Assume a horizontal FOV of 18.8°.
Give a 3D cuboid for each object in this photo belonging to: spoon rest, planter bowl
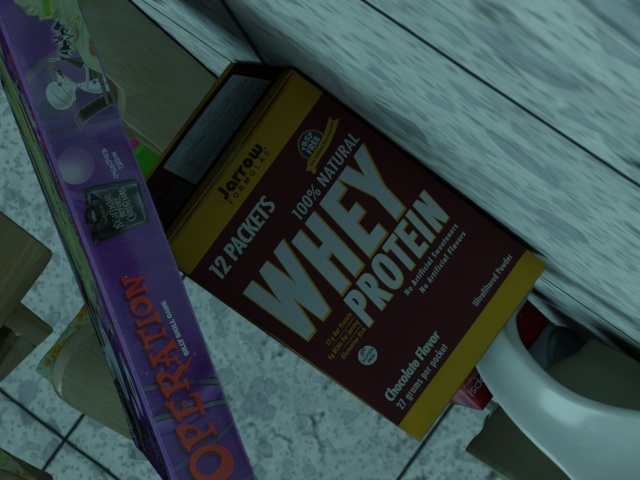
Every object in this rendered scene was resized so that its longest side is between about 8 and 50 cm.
[{"bbox_3d":[0.197,0.127,1.136,0.276,0.137,0.084,39,-144,17],"label":"spoon rest"},{"bbox_3d":[0.192,0.133,1.265,0.162,0.109,0.162,31,179,1],"label":"planter bowl"}]

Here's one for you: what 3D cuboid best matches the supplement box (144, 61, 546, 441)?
[{"bbox_3d":[0.000,0.000,1.177,0.191,0.129,0.194,37,178,-14],"label":"supplement box"}]

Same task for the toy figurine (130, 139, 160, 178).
[{"bbox_3d":[-0.131,-0.101,1.651,0.173,0.130,0.159,5,-146,-42],"label":"toy figurine"}]

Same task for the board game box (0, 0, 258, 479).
[{"bbox_3d":[-0.128,-0.036,1.053,0.208,0.056,0.346,-177,67,-75],"label":"board game box"}]

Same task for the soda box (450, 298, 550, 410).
[{"bbox_3d":[0.051,0.053,1.415,0.092,0.083,0.263,44,165,-19],"label":"soda box"}]

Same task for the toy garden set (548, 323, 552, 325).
[{"bbox_3d":[0.077,0.026,1.541,0.204,0.049,0.244,38,177,-36],"label":"toy garden set"}]

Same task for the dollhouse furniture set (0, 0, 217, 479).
[{"bbox_3d":[-0.267,-0.016,1.419,0.362,0.394,0.256,34,176,37],"label":"dollhouse furniture set"}]

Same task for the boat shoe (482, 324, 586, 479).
[{"bbox_3d":[0.170,0.158,1.464,0.094,0.109,0.302,-4,149,18],"label":"boat shoe"}]

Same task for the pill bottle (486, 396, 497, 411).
[{"bbox_3d":[0.166,0.112,1.617,0.078,0.078,0.137,38,177,-36],"label":"pill bottle"}]
